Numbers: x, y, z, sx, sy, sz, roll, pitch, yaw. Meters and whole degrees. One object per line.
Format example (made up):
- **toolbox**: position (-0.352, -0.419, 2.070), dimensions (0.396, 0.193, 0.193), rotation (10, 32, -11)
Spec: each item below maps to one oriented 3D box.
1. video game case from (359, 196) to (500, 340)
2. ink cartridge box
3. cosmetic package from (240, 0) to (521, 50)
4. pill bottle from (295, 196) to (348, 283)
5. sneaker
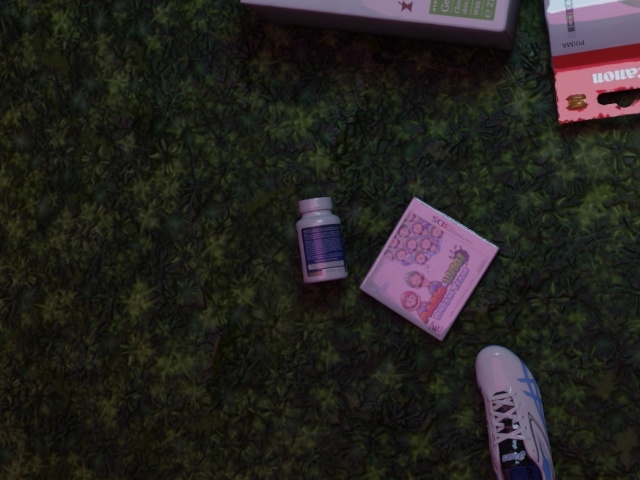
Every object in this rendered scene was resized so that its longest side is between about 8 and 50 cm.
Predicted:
- **video game case**: position (0.154, 0.040, 1.288), dimensions (0.143, 0.019, 0.157), rotation (33, 99, 15)
- **ink cartridge box**: position (0.391, -0.279, 1.189), dimensions (0.181, 0.056, 0.224), rotation (-6, 78, 16)
- **cosmetic package**: position (0.094, -0.385, 1.241), dimensions (0.366, 0.155, 0.196), rotation (9, 95, 15)
- **pill bottle**: position (0.000, 0.000, 1.310), dimensions (0.067, 0.067, 0.120), rotation (-9, 87, 16)
- **sneaker**: position (0.263, 0.257, 1.220), dimensions (0.085, 0.086, 0.237), rotation (-16, 84, 18)
